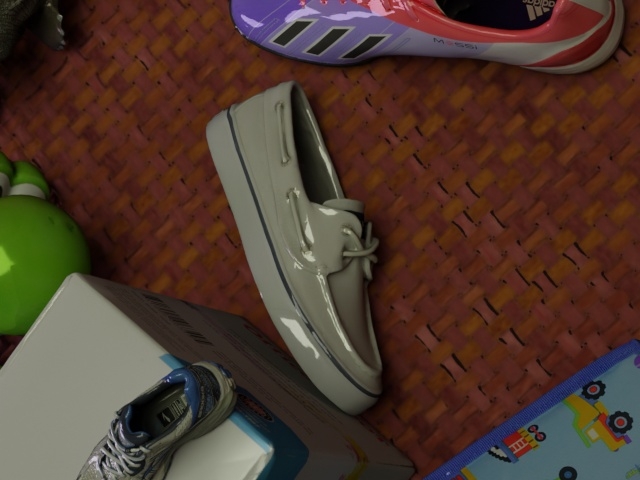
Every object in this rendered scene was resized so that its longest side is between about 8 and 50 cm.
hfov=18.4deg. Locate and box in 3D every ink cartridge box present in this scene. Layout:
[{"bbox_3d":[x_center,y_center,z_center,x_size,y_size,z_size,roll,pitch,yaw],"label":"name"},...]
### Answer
[{"bbox_3d":[-0.101,0.170,1.415,0.198,0.270,0.197,39,98,23],"label":"ink cartridge box"}]

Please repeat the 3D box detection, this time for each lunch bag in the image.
[{"bbox_3d":[0.190,0.223,1.373,0.293,0.138,0.221,-37,67,4],"label":"lunch bag"}]

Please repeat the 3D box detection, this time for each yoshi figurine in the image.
[{"bbox_3d":[-0.283,0.105,1.553,0.203,0.203,0.362,15,85,16],"label":"yoshi figurine"}]

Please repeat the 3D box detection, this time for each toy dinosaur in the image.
[{"bbox_3d":[-0.329,-0.164,1.626,0.314,0.160,0.121,-17,91,12],"label":"toy dinosaur"}]

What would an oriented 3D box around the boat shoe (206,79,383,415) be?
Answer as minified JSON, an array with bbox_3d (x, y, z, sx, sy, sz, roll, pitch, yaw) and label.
[{"bbox_3d":[0.000,0.000,1.505,0.088,0.096,0.267,-31,62,19],"label":"boat shoe"}]

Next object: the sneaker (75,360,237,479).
[{"bbox_3d":[-0.116,0.124,1.248,0.135,0.058,0.052,-48,68,10],"label":"sneaker"}]

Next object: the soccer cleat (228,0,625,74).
[{"bbox_3d":[0.065,-0.187,1.494,0.318,0.116,0.108,8,84,23],"label":"soccer cleat"}]
